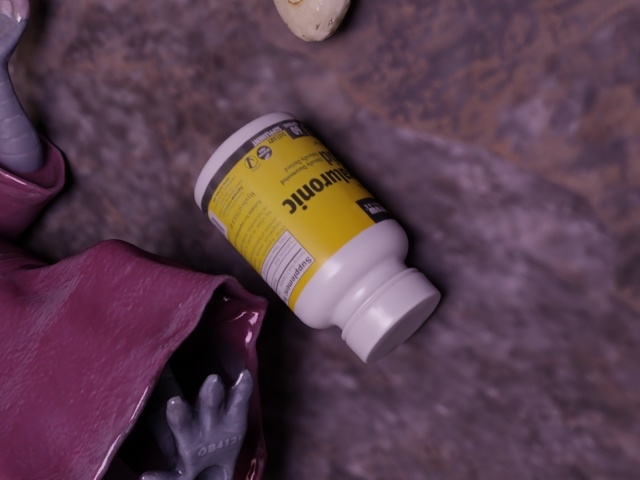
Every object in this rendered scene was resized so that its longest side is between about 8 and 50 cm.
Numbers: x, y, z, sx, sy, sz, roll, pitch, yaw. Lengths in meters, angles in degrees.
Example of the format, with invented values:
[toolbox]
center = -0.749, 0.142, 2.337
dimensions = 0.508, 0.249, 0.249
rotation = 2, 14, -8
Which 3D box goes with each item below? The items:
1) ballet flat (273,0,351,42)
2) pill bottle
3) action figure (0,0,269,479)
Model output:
[ballet flat]
center = -0.019, -0.176, 0.596
dimensions = 0.057, 0.049, 0.173
rotation = -4, 98, 36
[pill bottle]
center = 0.000, 0.000, 0.613
dimensions = 0.116, 0.065, 0.065
rotation = 47, 122, 16
[action figure]
center = -0.168, 0.047, 0.709
dimensions = 0.370, 0.248, 0.276
rotation = 34, 161, 38
